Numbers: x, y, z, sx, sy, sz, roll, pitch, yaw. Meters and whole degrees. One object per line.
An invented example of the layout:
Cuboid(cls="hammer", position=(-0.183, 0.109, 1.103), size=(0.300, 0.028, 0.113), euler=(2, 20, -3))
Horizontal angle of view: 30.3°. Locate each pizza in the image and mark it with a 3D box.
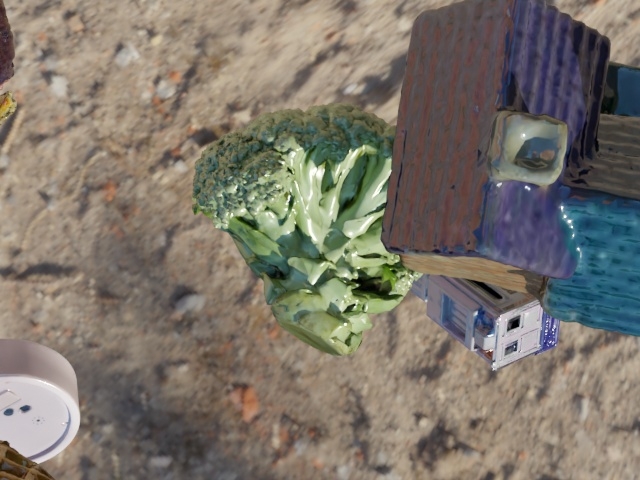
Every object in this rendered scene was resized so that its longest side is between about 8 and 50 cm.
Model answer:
Cuboid(cls="pizza", position=(-0.545, -0.144, 1.760), size=(0.184, 0.176, 0.036), euler=(-26, 119, 20))

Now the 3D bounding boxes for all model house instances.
Cuboid(cls="model house", position=(0.211, -0.058, 0.932), size=(0.312, 0.280, 0.245), euler=(11, 83, 9))

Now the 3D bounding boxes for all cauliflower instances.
Cuboid(cls="cauliflower", position=(0.000, 0.000, 1.189), size=(0.275, 0.250, 0.272), euler=(6, 158, -11))

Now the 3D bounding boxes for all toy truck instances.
Cuboid(cls="toy truck", position=(0.226, 0.068, 1.764), size=(0.268, 0.155, 0.124), euler=(38, 138, 45))

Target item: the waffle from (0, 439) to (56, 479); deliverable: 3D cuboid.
Cuboid(cls="waffle", position=(-0.344, 0.235, 1.131), size=(0.238, 0.243, 0.059), euler=(26, 93, 33))

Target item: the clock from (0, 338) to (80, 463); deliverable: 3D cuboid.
Cuboid(cls="clock", position=(-0.418, 0.218, 1.555), size=(0.197, 0.068, 0.197), euler=(-8, 134, -8))

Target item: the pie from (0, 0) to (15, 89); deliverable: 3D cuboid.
Cuboid(cls="pie", position=(-0.492, -0.297, 1.613), size=(0.218, 0.054, 0.204), euler=(34, 134, 32))
